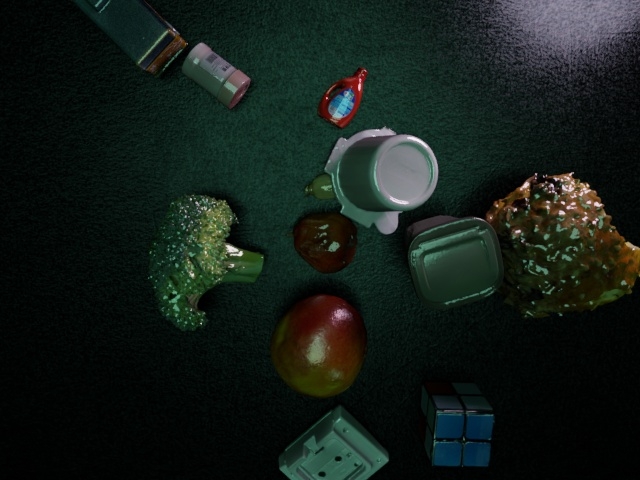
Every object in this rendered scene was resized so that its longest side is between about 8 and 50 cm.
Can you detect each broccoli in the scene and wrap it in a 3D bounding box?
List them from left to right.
[{"bbox_3d":[-0.313,0.070,1.273,0.302,0.249,0.374,12,95,1],"label":"broccoli"}]

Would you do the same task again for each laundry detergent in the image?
[{"bbox_3d":[0.066,-0.389,1.293,0.097,0.049,0.165,31,96,-2],"label":"laundry detergent"}]

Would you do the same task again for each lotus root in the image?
[{"bbox_3d":[0.025,-0.149,1.327,0.151,0.062,0.072,-12,102,-4],"label":"lotus root"}]

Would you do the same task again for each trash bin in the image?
[{"bbox_3d":[0.324,0.039,1.267,0.220,0.250,0.219,-15,101,3],"label":"trash bin"}]

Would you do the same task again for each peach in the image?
[{"bbox_3d":[0.003,0.287,1.319,0.281,0.238,0.280,-2,78,9],"label":"peach"}]

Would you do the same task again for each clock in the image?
[{"bbox_3d":[0.039,0.664,1.451,0.262,0.116,0.231,-42,98,8],"label":"clock"}]

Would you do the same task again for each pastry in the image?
[{"bbox_3d":[0.591,0.033,1.256,0.337,0.292,0.405,-42,109,16],"label":"pastry"}]

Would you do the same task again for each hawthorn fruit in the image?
[{"bbox_3d":[0.015,0.001,1.308,0.179,0.173,0.173,43,97,-8],"label":"hawthorn fruit"}]

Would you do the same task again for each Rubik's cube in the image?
[{"bbox_3d":[0.384,0.526,1.392,0.167,0.180,0.183,3,102,-1],"label":"Rubik's cube"}]

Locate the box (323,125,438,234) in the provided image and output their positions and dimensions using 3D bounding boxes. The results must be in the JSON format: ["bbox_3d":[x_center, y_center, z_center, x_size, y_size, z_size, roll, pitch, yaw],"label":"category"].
[{"bbox_3d":[0.171,-0.144,1.226,0.263,0.206,0.291,-16,100,-14],"label":"box"}]

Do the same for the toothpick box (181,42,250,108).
[{"bbox_3d":[-0.271,-0.427,1.258,0.149,0.098,0.098,36,98,-6],"label":"toothpick box"}]

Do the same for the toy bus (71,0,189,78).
[{"bbox_3d":[-0.484,-0.556,1.200,0.138,0.167,0.275,-44,97,7],"label":"toy bus"}]
